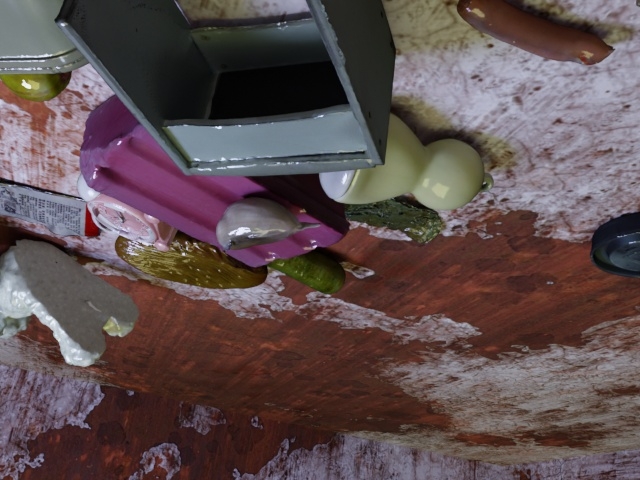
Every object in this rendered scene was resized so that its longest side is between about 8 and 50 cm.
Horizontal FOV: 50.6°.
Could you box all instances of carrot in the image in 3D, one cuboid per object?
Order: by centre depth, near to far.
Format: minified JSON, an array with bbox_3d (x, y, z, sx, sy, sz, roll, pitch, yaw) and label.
[{"bbox_3d":[-0.101,0.012,1.282,0.358,0.074,0.074,27,149,-28],"label":"carrot"}]

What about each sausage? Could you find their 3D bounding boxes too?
[{"bbox_3d":[0.225,-0.223,0.715,0.177,0.040,0.047,16,147,-16],"label":"sausage"}]

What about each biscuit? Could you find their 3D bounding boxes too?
[{"bbox_3d":[-0.265,0.046,1.393,0.318,0.040,0.318,9,161,3],"label":"biscuit"}]

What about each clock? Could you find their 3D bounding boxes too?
[{"bbox_3d":[0.538,0.009,1.104,0.184,0.040,0.184,6,155,3],"label":"clock"},{"bbox_3d":[-0.331,-0.065,1.174,0.162,0.093,0.166,17,155,4],"label":"clock"}]

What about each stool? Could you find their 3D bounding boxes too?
[{"bbox_3d":[-0.071,-0.205,0.696,0.243,0.170,0.270,-1,153,18],"label":"stool"}]

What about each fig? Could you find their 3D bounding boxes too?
[{"bbox_3d":[-0.385,-0.238,0.859,0.166,0.093,0.093,30,162,23],"label":"fig"}]

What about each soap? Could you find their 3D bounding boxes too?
[{"bbox_3d":[-0.150,-0.093,1.002,0.233,0.128,0.359,-18,144,40],"label":"soap"}]

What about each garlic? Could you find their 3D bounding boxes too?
[{"bbox_3d":[-0.086,-0.027,0.927,0.152,0.066,0.084,-16,173,39],"label":"garlic"}]

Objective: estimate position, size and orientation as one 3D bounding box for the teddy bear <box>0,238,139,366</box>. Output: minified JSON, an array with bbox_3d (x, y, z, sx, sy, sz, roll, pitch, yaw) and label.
[{"bbox_3d":[-0.667,0.177,1.529,0.375,0.327,0.362,45,120,-4],"label":"teddy bear"}]

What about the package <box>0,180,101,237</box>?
[{"bbox_3d":[-0.546,-0.057,1.310,0.239,0.030,0.154,15,153,-13],"label":"package"}]

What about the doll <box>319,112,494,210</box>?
[{"bbox_3d":[0.105,-0.106,0.930,0.296,0.117,0.141,7,126,-23],"label":"doll"}]

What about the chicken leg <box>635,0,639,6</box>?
[{"bbox_3d":[0.356,-0.249,0.584,0.125,0.080,0.196,9,159,-32],"label":"chicken leg"}]

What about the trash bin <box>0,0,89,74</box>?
[{"bbox_3d":[-0.359,-0.289,0.672,0.243,0.121,0.247,3,152,12],"label":"trash bin"}]

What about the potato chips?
[{"bbox_3d":[0.106,-0.043,1.150,0.209,0.026,0.142,29,150,-36],"label":"potato chips"}]

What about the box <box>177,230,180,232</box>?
[{"bbox_3d":[-0.277,-0.022,1.310,0.082,0.023,0.051,21,154,-24],"label":"box"}]
